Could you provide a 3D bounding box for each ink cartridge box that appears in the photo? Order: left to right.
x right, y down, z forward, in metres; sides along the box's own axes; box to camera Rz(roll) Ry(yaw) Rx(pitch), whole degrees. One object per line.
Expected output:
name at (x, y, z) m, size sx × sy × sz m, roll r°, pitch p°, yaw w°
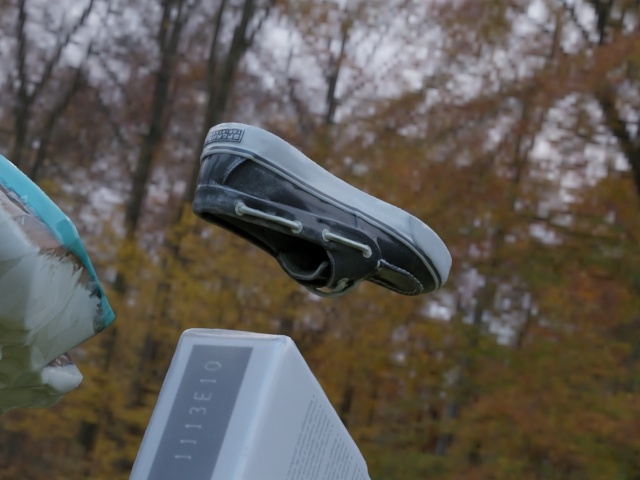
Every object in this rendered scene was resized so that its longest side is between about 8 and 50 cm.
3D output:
ink cartridge box at (-0.034, 0.217, 0.720) m, size 0.060 × 0.275 × 0.239 m, roll 2°, pitch -35°, yaw 23°

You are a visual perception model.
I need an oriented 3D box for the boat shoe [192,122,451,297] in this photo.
boat shoe at (0.000, 0.000, 1.059) m, size 0.219 × 0.070 × 0.078 m, roll 29°, pitch -25°, yaw -35°

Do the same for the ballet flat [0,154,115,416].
ballet flat at (-0.237, -0.006, 0.572) m, size 0.409 × 0.147 × 0.147 m, roll 23°, pitch -4°, yaw 42°
